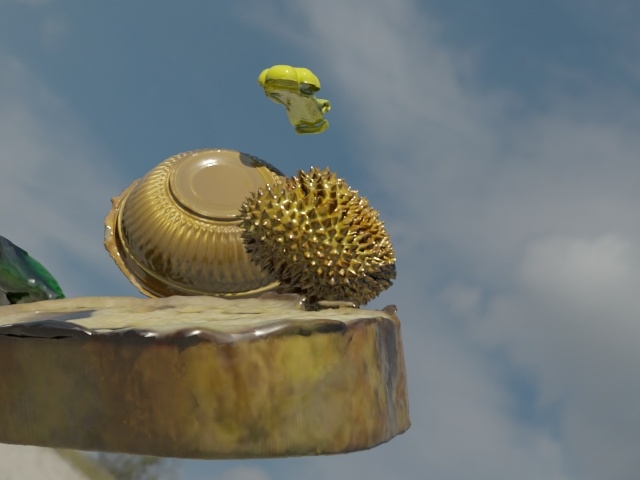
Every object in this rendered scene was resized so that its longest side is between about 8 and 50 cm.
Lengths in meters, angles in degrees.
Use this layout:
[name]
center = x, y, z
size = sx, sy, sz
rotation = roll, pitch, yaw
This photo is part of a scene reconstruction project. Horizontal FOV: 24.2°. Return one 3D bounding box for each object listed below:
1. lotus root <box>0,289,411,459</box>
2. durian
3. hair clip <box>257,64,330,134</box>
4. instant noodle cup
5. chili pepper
[lotus root]
center = -0.128, 0.093, 1.087
size = 0.390, 0.374, 0.111
rotation = -176, -91, -68
[durian]
center = 0.000, 0.000, 1.474
size = 0.168, 0.158, 0.137
rotation = 37, -59, -1
[hair clip]
center = -0.026, -0.176, 1.813
size = 0.072, 0.046, 0.173
rotation = -1, -14, 16
[instant noodle cup]
center = -0.117, -0.036, 1.762
size = 0.274, 0.274, 0.091
rotation = 32, -44, 22
[chili pepper]
center = -0.366, 0.144, 1.641
size = 0.148, 0.265, 0.116
rotation = 33, -2, 36
